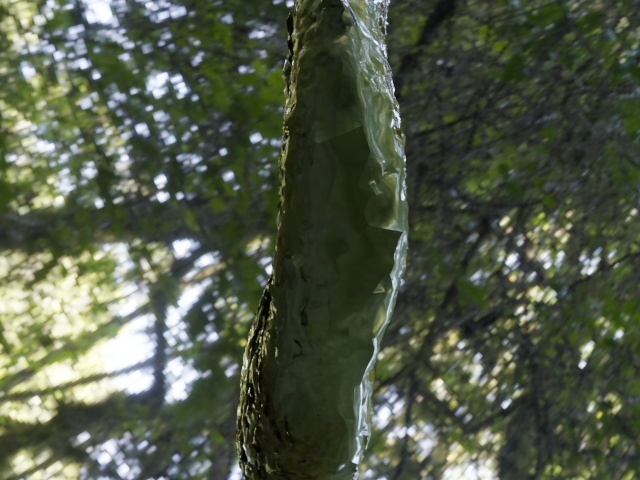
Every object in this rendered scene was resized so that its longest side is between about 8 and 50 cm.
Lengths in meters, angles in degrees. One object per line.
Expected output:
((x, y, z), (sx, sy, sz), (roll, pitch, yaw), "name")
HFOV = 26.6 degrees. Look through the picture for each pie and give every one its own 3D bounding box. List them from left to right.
((0.000, 0.000, 0.767), (0.078, 0.296, 0.371), (4, -73, -4), "pie")
